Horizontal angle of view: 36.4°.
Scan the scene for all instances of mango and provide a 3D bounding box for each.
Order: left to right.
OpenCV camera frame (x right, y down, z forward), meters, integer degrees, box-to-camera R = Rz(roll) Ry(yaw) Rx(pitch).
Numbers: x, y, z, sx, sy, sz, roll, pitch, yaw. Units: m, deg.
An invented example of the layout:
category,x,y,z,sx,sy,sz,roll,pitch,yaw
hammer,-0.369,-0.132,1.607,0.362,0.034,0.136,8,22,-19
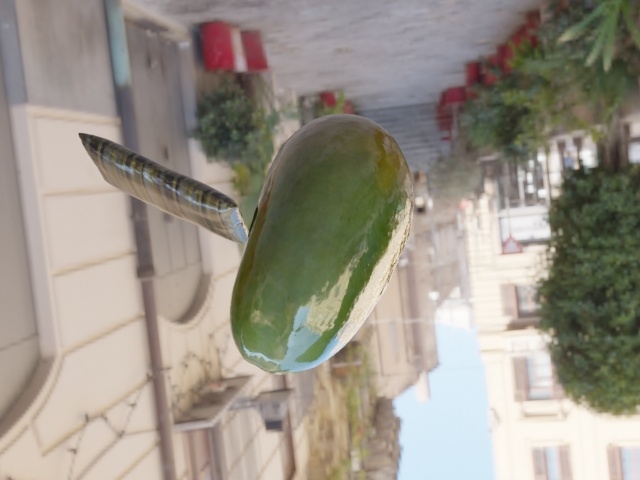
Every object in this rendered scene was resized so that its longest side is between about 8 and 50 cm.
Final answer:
category,x,y,z,sx,sy,sz,roll,pitch,yaw
mango,0.000,0.000,0.551,0.092,0.130,0.194,22,-139,3

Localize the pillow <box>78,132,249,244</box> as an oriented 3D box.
category,x,y,z,sx,sy,sz,roll,pitch,yaw
pillow,-0.169,-0.058,1.082,0.203,0.038,0.113,25,163,14
